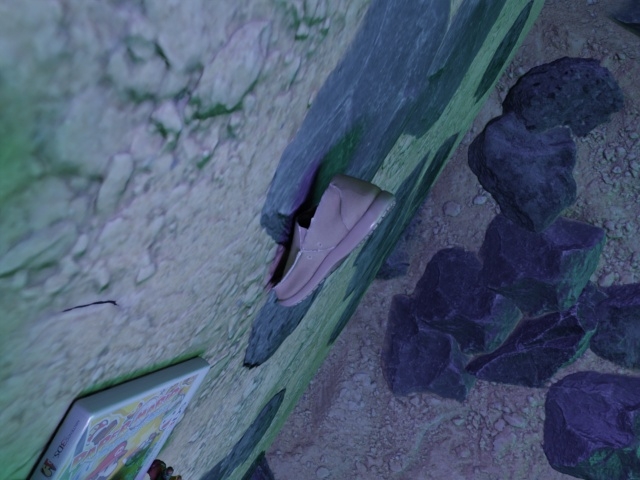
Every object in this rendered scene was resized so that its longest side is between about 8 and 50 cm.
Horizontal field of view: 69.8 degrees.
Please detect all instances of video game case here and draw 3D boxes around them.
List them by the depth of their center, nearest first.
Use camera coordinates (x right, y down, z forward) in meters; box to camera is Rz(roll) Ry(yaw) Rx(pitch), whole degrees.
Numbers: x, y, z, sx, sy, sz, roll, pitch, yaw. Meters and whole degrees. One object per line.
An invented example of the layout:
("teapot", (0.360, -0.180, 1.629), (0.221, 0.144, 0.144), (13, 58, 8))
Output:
("video game case", (-0.228, 0.236, 0.500), (0.206, 0.026, 0.227), (-59, 167, 3))

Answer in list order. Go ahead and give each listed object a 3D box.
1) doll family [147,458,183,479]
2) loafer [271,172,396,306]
("doll family", (-0.238, 0.379, 0.632), (0.193, 0.111, 0.076), (-48, 134, 12))
("loafer", (0.000, 0.000, 0.660), (0.268, 0.092, 0.102), (-48, 174, 39))
